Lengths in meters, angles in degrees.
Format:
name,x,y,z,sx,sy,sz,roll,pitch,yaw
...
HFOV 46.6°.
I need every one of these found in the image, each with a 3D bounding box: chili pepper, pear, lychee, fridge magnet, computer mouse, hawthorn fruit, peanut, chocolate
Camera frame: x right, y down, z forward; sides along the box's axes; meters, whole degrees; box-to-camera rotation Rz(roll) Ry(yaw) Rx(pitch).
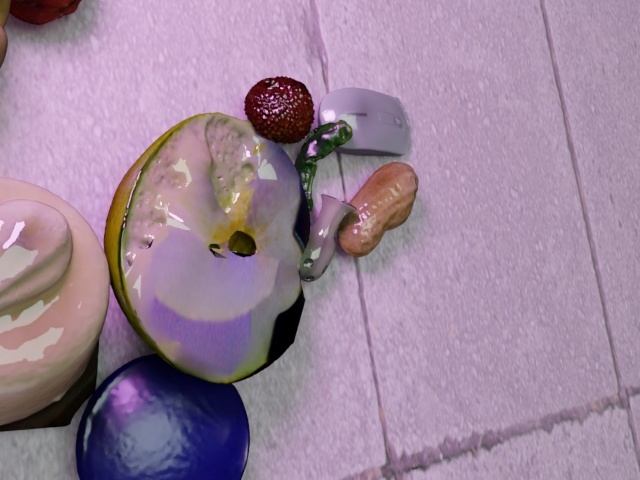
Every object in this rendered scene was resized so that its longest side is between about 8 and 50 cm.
name,x,y,z,sx,sy,sz,roll,pitch,yaw
chili pepper,-0.008,-0.142,1.344,0.073,0.050,0.182,28,92,6
pear,-0.192,0.010,1.137,0.399,0.165,0.398,5,83,-51
lychee,-0.068,-0.229,1.315,0.123,0.123,0.129,-41,109,-30
fridge magnet,-0.231,0.301,1.108,0.265,0.113,0.265,7,75,-30
computer mouse,0.093,-0.228,1.436,0.231,0.079,0.128,-6,85,-35
hawthorn fruit,-0.428,-0.424,1.120,0.173,0.173,0.179,-17,89,-32
peanut,0.111,-0.058,1.396,0.108,0.095,0.226,50,61,-17
chocolate,-0.424,0.087,0.939,0.314,0.297,0.326,4,79,-25

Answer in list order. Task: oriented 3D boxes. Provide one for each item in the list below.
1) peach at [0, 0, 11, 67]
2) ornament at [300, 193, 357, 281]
name,x,y,z,sx,sy,sz,roll,pitch,yaw
peach,-0.552,-0.319,0.970,0.292,0.292,0.247,63,16,-5
ornament,0.000,0.000,1.316,0.156,0.075,0.081,-64,151,-4
